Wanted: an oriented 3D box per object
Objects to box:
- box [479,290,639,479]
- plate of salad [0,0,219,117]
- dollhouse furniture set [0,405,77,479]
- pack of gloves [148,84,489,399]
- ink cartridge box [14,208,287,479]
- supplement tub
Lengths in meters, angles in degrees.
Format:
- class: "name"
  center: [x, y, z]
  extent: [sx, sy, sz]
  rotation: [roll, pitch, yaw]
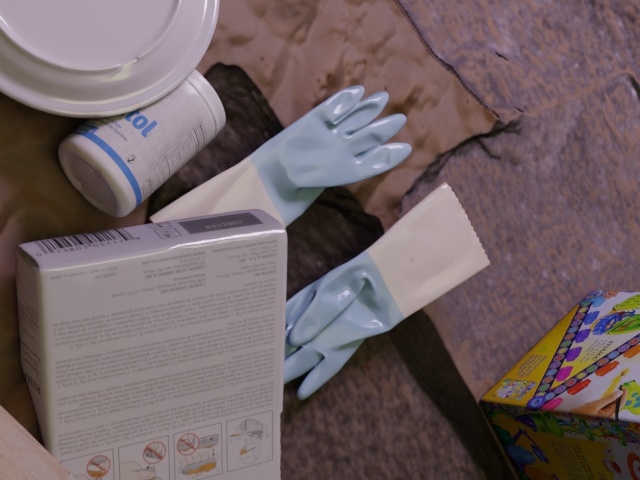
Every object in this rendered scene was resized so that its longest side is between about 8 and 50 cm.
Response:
- class: "box"
  center: [0.341, 0.213, 1.105]
  extent: [0.177, 0.279, 0.290]
  rotation: [-39, 111, -28]
- class: "plate of salad"
  center: [-0.170, -0.179, 0.897]
  extent: [0.199, 0.048, 0.200]
  rotation: [4, 76, -16]
- class: "dollhouse furniture set"
  center: [-0.270, 0.274, 0.662]
  extent: [0.256, 0.362, 0.394]
  rotation: [50, 35, -21]
- class: "pack of gloves"
  center: [0.000, 0.000, 1.029]
  extent: [0.232, 0.046, 0.195]
  rotation: [-35, 108, -18]
- class: "ink cartridge box"
  center: [-0.120, 0.103, 0.935]
  extent: [0.189, 0.066, 0.232]
  rotation: [-10, 117, -27]
- class: "supplement tub"
  center: [-0.128, -0.074, 0.916]
  extent: [0.107, 0.071, 0.071]
  rotation: [-46, 113, -26]
